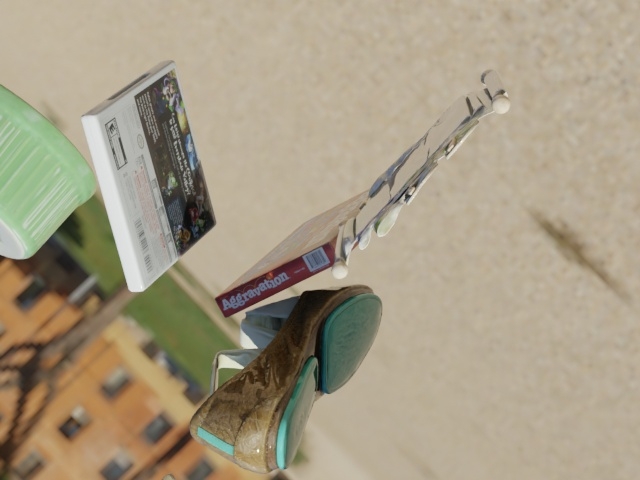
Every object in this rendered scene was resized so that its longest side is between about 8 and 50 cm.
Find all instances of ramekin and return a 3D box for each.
[{"bbox_3d":[-0.490,-0.108,2.524,0.303,0.148,0.303,31,161,12],"label":"ramekin"}]

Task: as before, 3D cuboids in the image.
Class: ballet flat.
[{"bbox_3d":[-0.041,0.126,1.771,0.124,0.342,0.116,11,118,16],"label":"ballet flat"}]

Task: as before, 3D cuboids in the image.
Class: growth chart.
[{"bbox_3d":[0.085,-0.062,1.543,0.021,0.237,0.172,40,-159,-9],"label":"growth chart"}]

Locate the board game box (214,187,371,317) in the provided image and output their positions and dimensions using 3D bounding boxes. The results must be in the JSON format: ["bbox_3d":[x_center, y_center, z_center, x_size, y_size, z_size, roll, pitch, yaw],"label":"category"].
[{"bbox_3d":[0.000,0.000,1.855,0.027,0.145,0.281,62,-156,-6],"label":"board game box"}]

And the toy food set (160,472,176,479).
[{"bbox_3d":[-0.163,0.396,2.194,0.132,0.038,0.192,-43,68,43],"label":"toy food set"}]

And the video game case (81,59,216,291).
[{"bbox_3d":[-0.173,-0.068,1.782,0.022,0.173,0.190,-4,112,26],"label":"video game case"}]
